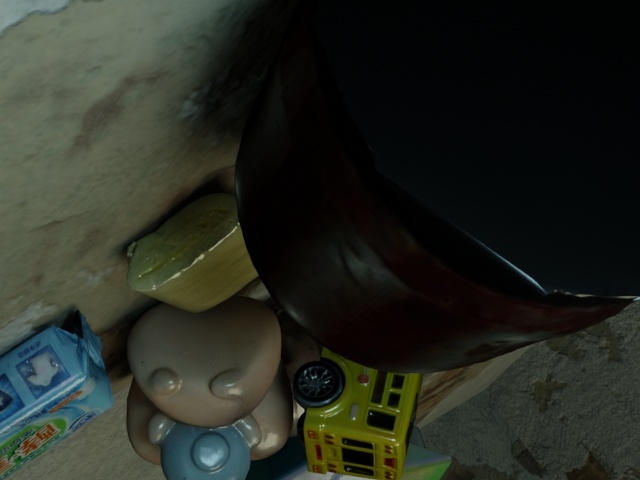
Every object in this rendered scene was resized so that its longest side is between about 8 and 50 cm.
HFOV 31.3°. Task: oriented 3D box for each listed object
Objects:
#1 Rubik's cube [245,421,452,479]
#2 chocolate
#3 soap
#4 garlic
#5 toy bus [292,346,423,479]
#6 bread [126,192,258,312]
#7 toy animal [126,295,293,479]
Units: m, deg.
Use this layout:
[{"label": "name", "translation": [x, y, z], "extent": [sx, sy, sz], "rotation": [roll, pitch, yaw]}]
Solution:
[{"label": "Rubik's cube", "translation": [0.006, 0.375, 1.892], "extent": [0.387, 0.358, 0.368], "rotation": [-29, 121, 8]}, {"label": "chocolate", "translation": [0.104, -0.041, 0.941], "extent": [0.384, 0.383, 0.331], "rotation": [-24, 159, -35]}, {"label": "soap", "translation": [-0.344, 0.195, 1.184], "extent": [0.293, 0.077, 0.156], "rotation": [-34, 163, -8]}, {"label": "garlic", "translation": [-0.039, 0.145, 1.602], "extent": [0.207, 0.207, 0.256], "rotation": [30, 78, -72]}, {"label": "toy bus", "translation": [0.066, 0.121, 1.402], "extent": [0.145, 0.151, 0.331], "rotation": [83, 19, -54]}, {"label": "bread", "translation": [-0.117, 0.015, 1.177], "extent": [0.139, 0.060, 0.178], "rotation": [-36, 164, 2]}, {"label": "toy animal", "translation": [-0.136, 0.160, 1.339], "extent": [0.210, 0.229, 0.221], "rotation": [0, 116, 0]}]
